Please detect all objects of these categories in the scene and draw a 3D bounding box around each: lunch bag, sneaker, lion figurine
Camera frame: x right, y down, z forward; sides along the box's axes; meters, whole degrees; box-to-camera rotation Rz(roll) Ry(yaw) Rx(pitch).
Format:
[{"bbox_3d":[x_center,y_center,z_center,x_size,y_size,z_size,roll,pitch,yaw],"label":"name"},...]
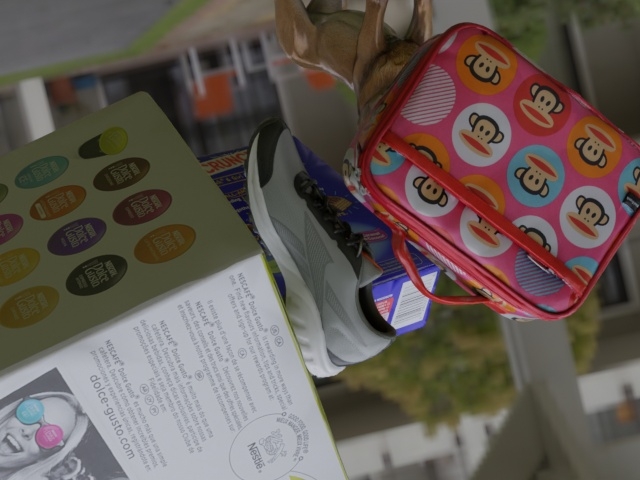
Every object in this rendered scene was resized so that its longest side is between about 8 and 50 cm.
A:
[{"bbox_3d":[0.173,-0.054,1.737,0.258,0.293,0.120,-56,-169,-10],"label":"lunch bag"},{"bbox_3d":[0.000,0.000,1.696,0.108,0.271,0.100,-17,-172,20],"label":"sneaker"},{"bbox_3d":[0.038,-0.247,2.122,0.142,0.240,0.392,-9,-146,-27],"label":"lion figurine"}]

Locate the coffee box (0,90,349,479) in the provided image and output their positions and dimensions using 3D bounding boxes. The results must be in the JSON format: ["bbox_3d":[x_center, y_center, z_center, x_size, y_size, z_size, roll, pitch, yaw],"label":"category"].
[{"bbox_3d":[-0.196,0.131,1.453,0.334,0.338,0.337,-26,-146,-9],"label":"coffee box"}]

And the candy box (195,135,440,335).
[{"bbox_3d":[-0.051,0.012,2.132,0.268,0.122,0.317,-16,-134,-37],"label":"candy box"}]
